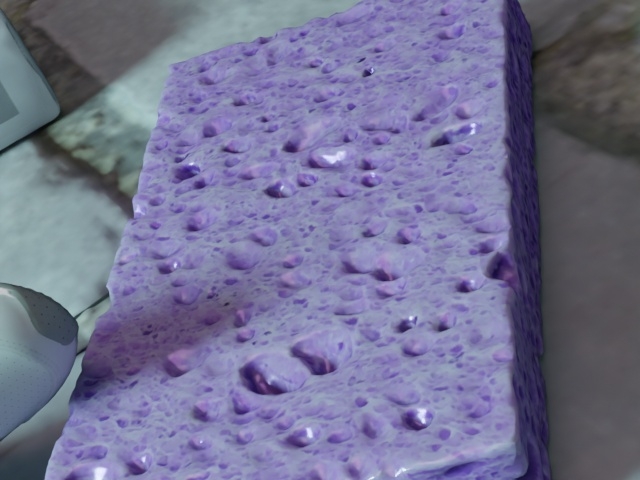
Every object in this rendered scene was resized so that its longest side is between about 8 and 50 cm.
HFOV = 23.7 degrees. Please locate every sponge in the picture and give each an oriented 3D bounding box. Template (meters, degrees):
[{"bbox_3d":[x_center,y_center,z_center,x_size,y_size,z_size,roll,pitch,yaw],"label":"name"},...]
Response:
[{"bbox_3d":[0.000,0.000,0.411,0.117,0.031,0.210,-15,36,17],"label":"sponge"}]

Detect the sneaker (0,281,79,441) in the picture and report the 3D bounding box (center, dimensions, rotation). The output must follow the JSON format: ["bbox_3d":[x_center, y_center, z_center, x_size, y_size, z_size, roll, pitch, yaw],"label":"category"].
[{"bbox_3d":[-0.116,0.064,0.383,0.152,0.053,0.061,-35,44,23],"label":"sneaker"}]

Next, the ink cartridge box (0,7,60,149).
[{"bbox_3d":[-0.220,-0.063,0.628,0.181,0.056,0.225,-32,36,-7],"label":"ink cartridge box"}]
